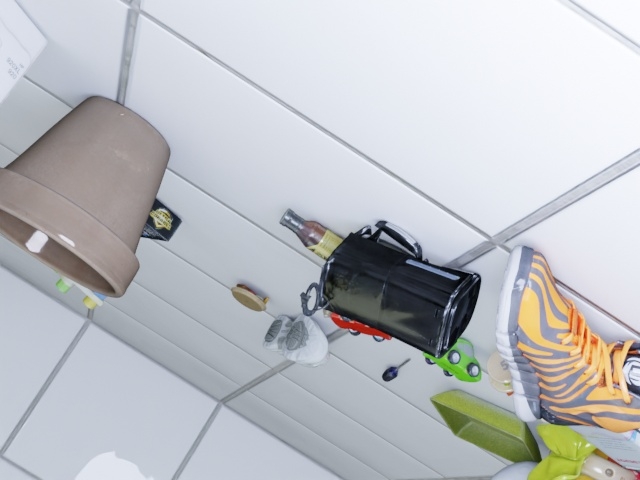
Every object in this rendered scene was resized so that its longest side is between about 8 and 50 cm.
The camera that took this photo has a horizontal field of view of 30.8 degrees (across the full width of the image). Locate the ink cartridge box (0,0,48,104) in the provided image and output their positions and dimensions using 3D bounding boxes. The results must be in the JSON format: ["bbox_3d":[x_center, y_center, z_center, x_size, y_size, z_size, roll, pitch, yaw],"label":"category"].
[{"bbox_3d":[-0.528,-0.280,1.558,0.232,0.168,0.171,19,158,34],"label":"ink cartridge box"}]

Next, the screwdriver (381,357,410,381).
[{"bbox_3d":[0.144,0.233,2.114,0.025,0.024,0.170,5,162,-15],"label":"screwdriver"}]

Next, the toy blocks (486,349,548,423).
[{"bbox_3d":[0.310,0.223,1.729,0.123,0.054,0.148,24,162,23],"label":"toy blocks"}]

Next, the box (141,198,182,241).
[{"bbox_3d":[-0.371,-0.083,2.045,0.220,0.051,0.175,42,161,-30],"label":"box"}]

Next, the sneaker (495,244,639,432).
[{"bbox_3d":[0.311,0.119,1.362,0.180,0.125,0.321,6,148,23],"label":"sneaker"}]

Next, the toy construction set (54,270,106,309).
[{"bbox_3d":[-0.561,-0.013,2.404,0.215,0.151,0.328,49,171,42],"label":"toy construction set"}]

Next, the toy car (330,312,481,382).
[{"bbox_3d":[0.161,0.144,1.746,0.225,0.053,0.239,35,156,-29],"label":"toy car"}]

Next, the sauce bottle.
[{"bbox_3d":[0.000,0.000,1.657,0.128,0.042,0.042,35,163,-6],"label":"sauce bottle"}]

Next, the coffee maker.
[{"bbox_3d":[0.095,0.077,1.488,0.178,0.171,0.120,22,145,24],"label":"coffee maker"}]

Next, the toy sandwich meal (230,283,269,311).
[{"bbox_3d":[-0.133,0.105,2.211,0.085,0.029,0.085,26,158,12],"label":"toy sandwich meal"}]

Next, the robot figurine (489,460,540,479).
[{"bbox_3d":[0.415,0.497,1.990,0.353,0.200,0.300,18,148,-12],"label":"robot figurine"}]

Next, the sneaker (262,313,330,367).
[{"bbox_3d":[-0.020,0.198,2.204,0.115,0.090,0.232,30,174,-19],"label":"sneaker"}]

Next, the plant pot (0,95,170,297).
[{"bbox_3d":[-0.340,-0.078,1.699,0.263,0.229,0.263,28,162,10],"label":"plant pot"}]

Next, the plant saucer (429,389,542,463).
[{"bbox_3d":[0.304,0.330,2.055,0.188,0.045,0.188,21,161,31],"label":"plant saucer"}]

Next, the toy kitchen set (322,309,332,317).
[{"bbox_3d":[0.045,0.073,1.818,0.083,0.075,0.068,0,121,-6],"label":"toy kitchen set"}]

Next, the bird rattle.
[{"bbox_3d":[0.454,0.363,1.842,0.253,0.143,0.207,16,173,5],"label":"bird rattle"}]

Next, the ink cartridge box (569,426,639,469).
[{"bbox_3d":[0.398,0.236,1.577,0.175,0.072,0.127,36,162,-15],"label":"ink cartridge box"}]
